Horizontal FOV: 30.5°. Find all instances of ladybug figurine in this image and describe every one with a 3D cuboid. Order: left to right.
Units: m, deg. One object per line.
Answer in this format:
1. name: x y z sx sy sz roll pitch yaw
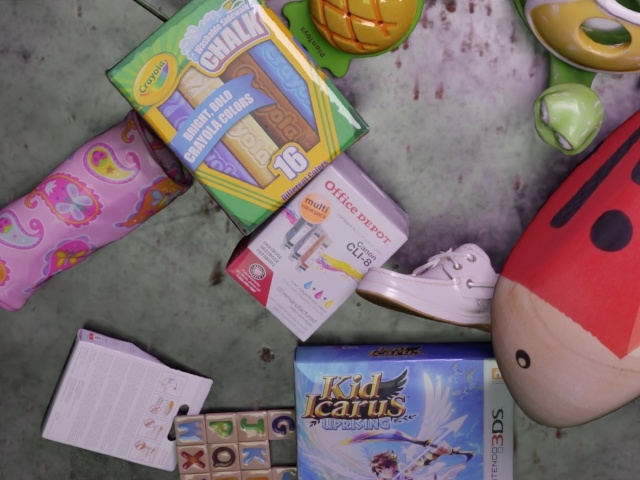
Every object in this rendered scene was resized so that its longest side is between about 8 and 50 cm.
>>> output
1. ladybug figurine: 0.340 -0.007 1.243 0.162 0.305 0.449 42 86 -14

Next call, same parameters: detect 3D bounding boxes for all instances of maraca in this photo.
1. maraca: 0.035 -0.258 1.316 0.186 0.099 0.127 -33 98 38

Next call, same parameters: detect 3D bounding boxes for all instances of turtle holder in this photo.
1. turtle holder: 0.299 -0.277 1.222 0.320 0.227 0.243 -40 99 12

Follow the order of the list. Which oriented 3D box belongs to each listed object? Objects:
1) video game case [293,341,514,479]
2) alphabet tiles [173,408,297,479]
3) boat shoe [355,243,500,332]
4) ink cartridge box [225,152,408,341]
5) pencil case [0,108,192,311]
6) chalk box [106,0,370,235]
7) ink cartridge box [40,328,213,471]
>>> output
1. video game case: 0.104 0.251 1.455 0.270 0.061 0.244 -2 104 2
2. alphabet tiles: -0.080 0.331 1.514 0.198 0.009 0.237 -4 105 1
3. boat shoe: 0.156 0.049 1.346 0.277 0.098 0.096 13 91 -40
4. ink cartridge box: 0.000 0.000 1.367 0.128 0.127 0.176 43 102 -7
5. pencil case: -0.291 -0.036 1.385 0.284 0.124 0.124 -34 100 12
6. chalk box: -0.111 -0.179 1.289 0.179 0.180 0.289 -39 100 2
7. ink cartridge box: -0.247 0.204 1.492 0.179 0.045 0.145 19 105 -20
